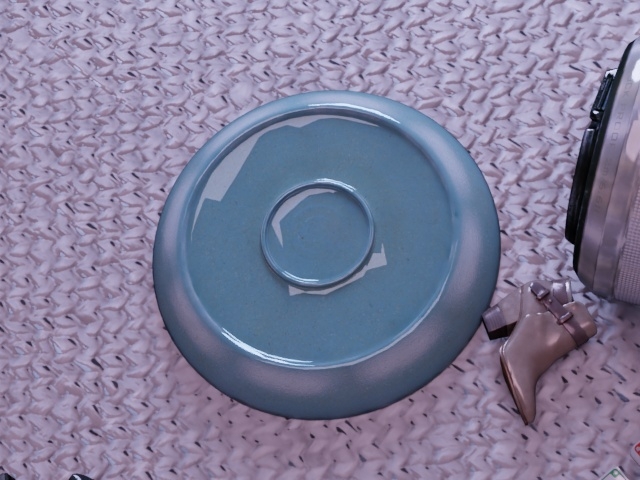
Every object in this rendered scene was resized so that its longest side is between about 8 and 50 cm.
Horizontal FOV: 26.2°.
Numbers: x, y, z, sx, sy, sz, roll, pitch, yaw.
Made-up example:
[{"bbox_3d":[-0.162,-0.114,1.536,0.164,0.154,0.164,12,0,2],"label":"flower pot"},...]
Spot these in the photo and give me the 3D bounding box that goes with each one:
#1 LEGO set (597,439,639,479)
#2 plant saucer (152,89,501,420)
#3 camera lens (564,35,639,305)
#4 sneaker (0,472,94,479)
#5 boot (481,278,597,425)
[{"bbox_3d":[0.292,0.282,1.054,0.182,0.060,0.244,-45,64,10],"label":"LEGO set"},{"bbox_3d":[0.000,0.000,1.219,0.317,0.044,0.318,-3,69,8],"label":"plant saucer"},{"bbox_3d":[0.344,-0.037,1.079,0.274,0.219,0.219,14,72,14],"label":"camera lens"},{"bbox_3d":[-0.281,0.252,1.149,0.234,0.078,0.106,-12,64,0],"label":"sneaker"},{"bbox_3d":[0.190,0.088,1.152,0.087,0.042,0.118,-18,67,0],"label":"boot"}]
